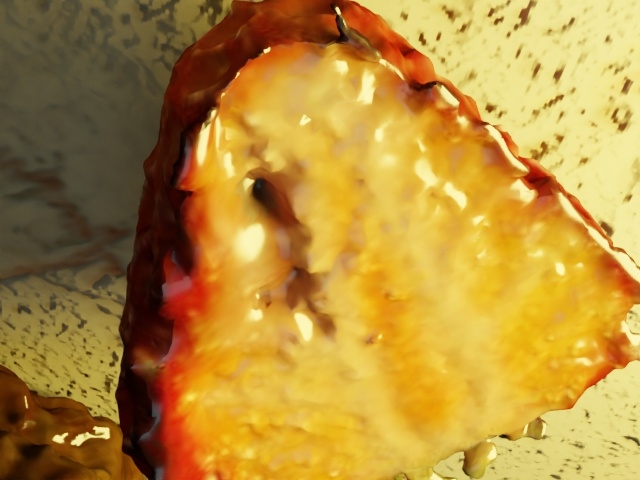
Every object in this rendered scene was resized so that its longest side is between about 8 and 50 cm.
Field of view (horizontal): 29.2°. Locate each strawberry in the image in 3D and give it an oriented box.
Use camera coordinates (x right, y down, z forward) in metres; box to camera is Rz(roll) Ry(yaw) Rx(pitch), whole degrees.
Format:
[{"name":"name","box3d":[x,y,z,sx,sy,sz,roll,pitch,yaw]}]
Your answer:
[{"name":"strawberry","box3d":[-0.009,0.014,0.603,0.253,0.150,0.280,-40,127,16]}]

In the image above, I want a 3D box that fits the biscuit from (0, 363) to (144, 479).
[{"name":"biscuit","box3d":[-0.319,0.220,0.867,0.394,0.166,0.343,0,141,0]}]
